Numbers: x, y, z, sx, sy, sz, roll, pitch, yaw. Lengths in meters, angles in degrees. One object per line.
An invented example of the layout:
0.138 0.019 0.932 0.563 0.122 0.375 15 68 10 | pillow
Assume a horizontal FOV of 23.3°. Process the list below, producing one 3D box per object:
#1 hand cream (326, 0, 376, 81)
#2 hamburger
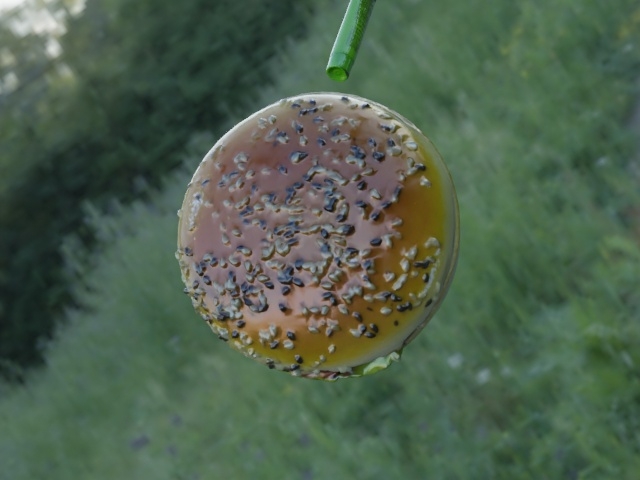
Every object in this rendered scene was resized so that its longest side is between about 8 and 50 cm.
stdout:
0.032 -0.200 1.456 0.023 0.036 0.122 -3 50 31 | hand cream
0.000 0.000 1.540 0.300 0.300 0.176 -32 -12 16 | hamburger
